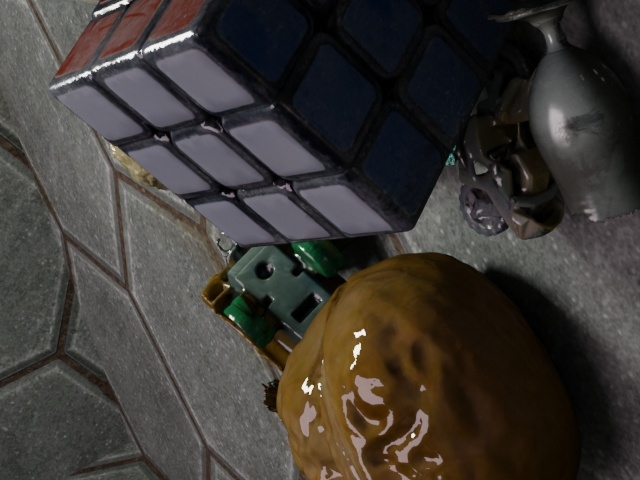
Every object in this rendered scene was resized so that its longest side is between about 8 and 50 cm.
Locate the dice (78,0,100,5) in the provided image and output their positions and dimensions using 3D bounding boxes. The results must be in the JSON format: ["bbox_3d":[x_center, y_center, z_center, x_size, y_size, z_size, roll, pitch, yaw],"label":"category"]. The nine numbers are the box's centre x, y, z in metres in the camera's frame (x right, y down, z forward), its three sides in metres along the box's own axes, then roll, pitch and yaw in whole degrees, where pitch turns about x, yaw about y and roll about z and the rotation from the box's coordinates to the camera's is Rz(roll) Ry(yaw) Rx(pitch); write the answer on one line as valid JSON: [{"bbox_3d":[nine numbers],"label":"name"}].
[{"bbox_3d":[-0.295,-0.504,1.797,0.259,0.251,0.243,49,156,31],"label":"dice"}]

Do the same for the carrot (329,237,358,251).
[{"bbox_3d":[0.000,0.000,1.947,0.074,0.074,0.358,63,156,0],"label":"carrot"}]

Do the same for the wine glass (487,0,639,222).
[{"bbox_3d":[0.243,-0.129,1.222,0.103,0.103,0.222,4,118,65],"label":"wine glass"}]

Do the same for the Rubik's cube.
[{"bbox_3d":[-0.034,-0.196,1.302,0.301,0.305,0.303,42,155,-29],"label":"Rubik's cube"}]

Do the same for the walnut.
[{"bbox_3d":[0.135,0.216,1.576,0.354,0.308,0.398,-32,83,53],"label":"walnut"}]

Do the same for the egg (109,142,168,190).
[{"bbox_3d":[-0.204,-0.215,1.905,0.279,0.279,0.310,36,147,48],"label":"egg"}]

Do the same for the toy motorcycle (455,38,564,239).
[{"bbox_3d":[0.212,-0.095,1.360,0.130,0.094,0.229,36,133,40],"label":"toy motorcycle"}]

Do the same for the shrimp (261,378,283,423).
[{"bbox_3d":[-0.008,0.259,1.778,0.133,0.053,0.236,36,170,41],"label":"shrimp"}]

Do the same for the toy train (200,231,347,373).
[{"bbox_3d":[0.010,0.145,1.877,0.429,0.178,0.249,41,167,14],"label":"toy train"}]

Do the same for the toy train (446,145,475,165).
[{"bbox_3d":[0.167,-0.111,1.508,0.092,0.029,0.045,2,109,67],"label":"toy train"}]
